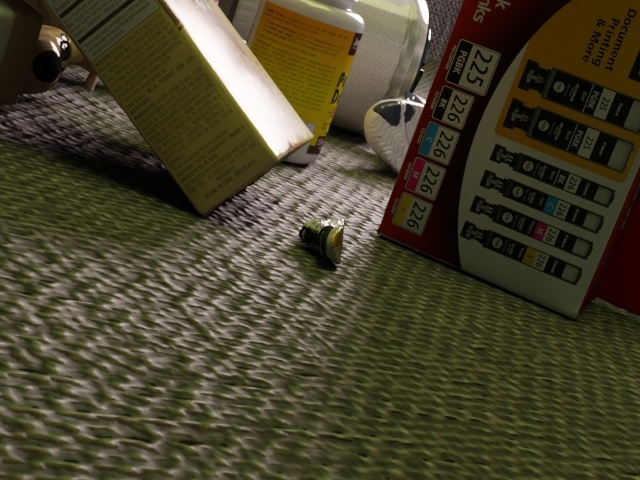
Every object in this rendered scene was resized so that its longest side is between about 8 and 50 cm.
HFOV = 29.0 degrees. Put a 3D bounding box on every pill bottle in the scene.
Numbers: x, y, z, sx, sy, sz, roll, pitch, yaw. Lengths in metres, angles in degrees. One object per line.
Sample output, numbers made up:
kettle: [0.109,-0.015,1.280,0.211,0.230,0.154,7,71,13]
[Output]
pill bottle: [-0.025,-0.200,1.358,0.117,0.215,0.117,19,13,-5]

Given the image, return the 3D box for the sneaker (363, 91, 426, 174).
sneaker: [0.106,-0.139,1.581,0.235,0.094,0.153,8,16,-43]

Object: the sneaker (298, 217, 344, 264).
sneaker: [0.000,0.000,0.998,0.037,0.032,0.083,6,8,0]

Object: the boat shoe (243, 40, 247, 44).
boat shoe: [-0.123,-0.208,1.478,0.088,0.096,0.267,39,2,38]

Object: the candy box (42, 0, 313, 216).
candy box: [-0.142,-0.182,1.053,0.316,0.087,0.183,53,13,-3]

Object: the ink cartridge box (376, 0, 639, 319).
ink cartridge box: [0.240,-0.101,1.129,0.272,0.309,0.130,23,13,17]

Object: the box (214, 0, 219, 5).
box: [-0.240,-0.355,1.902,0.213,0.117,0.243,10,16,-38]

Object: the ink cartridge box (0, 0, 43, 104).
ink cartridge box: [-0.372,-0.195,0.981,0.193,0.088,0.235,42,28,30]

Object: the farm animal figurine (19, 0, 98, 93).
farm animal figurine: [-0.259,-0.268,1.271,0.172,0.330,0.327,7,-16,-2]

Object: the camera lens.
camera lens: [-0.001,-0.279,1.709,0.274,0.219,0.219,17,13,-15]
